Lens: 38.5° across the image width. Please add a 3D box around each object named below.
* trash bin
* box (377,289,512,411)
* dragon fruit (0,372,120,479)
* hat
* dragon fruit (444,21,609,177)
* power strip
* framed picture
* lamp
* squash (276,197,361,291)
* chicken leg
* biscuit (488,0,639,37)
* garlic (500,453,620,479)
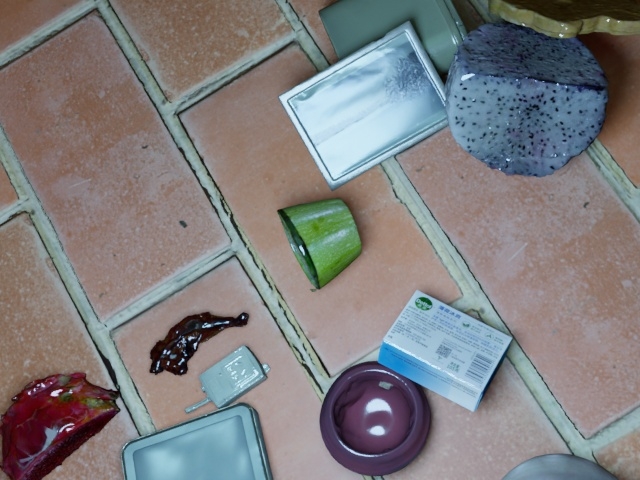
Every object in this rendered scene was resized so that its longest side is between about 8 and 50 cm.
[{"bbox_3d":[0.147,-0.410,1.811,0.247,0.121,0.243,-23,72,6],"label":"trash bin"},{"bbox_3d":[0.219,0.193,1.621,0.194,0.073,0.139,26,49,17],"label":"box"},{"bbox_3d":[-0.506,0.344,1.712,0.261,0.189,0.163,-39,102,-6],"label":"dragon fruit"},{"bbox_3d":[0.096,0.318,1.626,0.205,0.089,0.206,-1,63,3],"label":"hat"},{"bbox_3d":[0.365,-0.263,1.692,0.282,0.204,0.221,7,43,-1],"label":"dragon fruit"},{"bbox_3d":[-0.182,0.269,1.717,0.175,0.042,0.075,-35,73,-1],"label":"power strip"},{"bbox_3d":[0.094,-0.254,1.755,0.289,0.016,0.213,-28,101,10],"label":"framed picture"},{"bbox_3d":[-0.215,0.447,1.637,0.266,0.047,0.269,-20,56,5],"label":"lamp"},{"bbox_3d":[0.000,0.000,1.706,0.122,0.170,0.170,-23,71,-12],"label":"squash"},{"bbox_3d":[-0.239,0.187,1.748,0.219,0.048,0.089,-37,75,-2],"label":"chicken leg"},{"bbox_3d":[0.454,-0.456,1.734,0.269,0.051,0.376,-30,46,-31],"label":"biscuit"},{"bbox_3d":[0.360,0.506,1.505,0.245,0.231,0.340,25,109,-14],"label":"garlic"}]
